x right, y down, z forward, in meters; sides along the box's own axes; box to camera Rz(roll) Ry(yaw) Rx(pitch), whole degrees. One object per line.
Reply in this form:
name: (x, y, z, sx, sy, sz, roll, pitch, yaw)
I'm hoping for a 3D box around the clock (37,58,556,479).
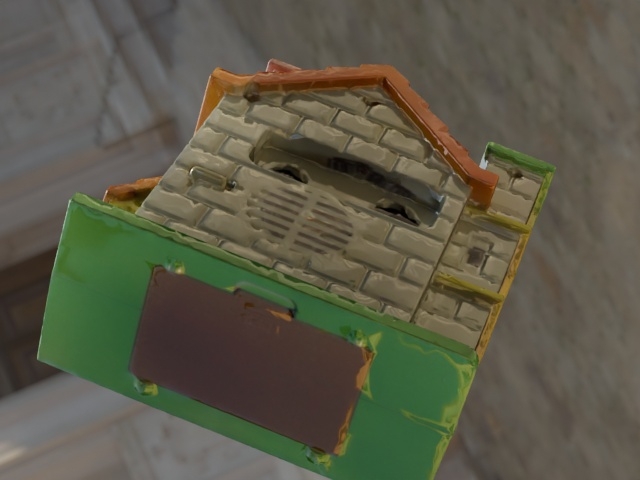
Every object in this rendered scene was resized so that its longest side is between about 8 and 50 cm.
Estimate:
clock: (0.000, 0.000, 1.025, 0.255, 0.219, 0.106, -59, -11, -55)
